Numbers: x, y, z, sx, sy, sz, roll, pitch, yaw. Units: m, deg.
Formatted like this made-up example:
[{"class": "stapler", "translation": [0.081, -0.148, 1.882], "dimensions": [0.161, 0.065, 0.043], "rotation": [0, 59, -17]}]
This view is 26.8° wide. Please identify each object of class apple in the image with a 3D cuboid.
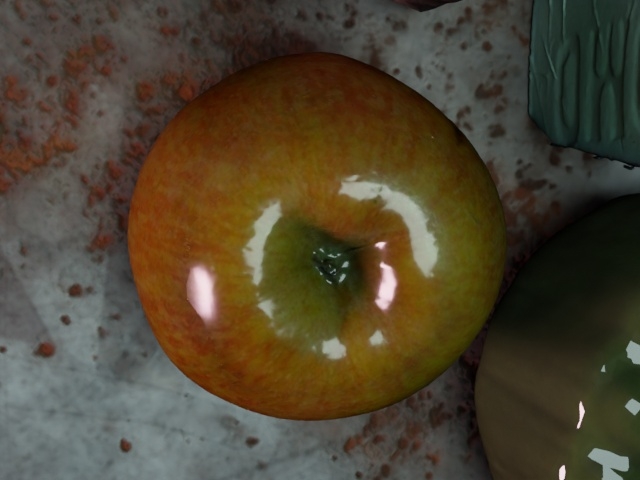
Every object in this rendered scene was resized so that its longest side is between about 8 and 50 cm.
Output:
[{"class": "apple", "translation": [0.000, 0.000, 0.927], "dimensions": [0.264, 0.264, 0.264], "rotation": [-2, 98, -16]}]

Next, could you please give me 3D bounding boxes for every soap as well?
[{"class": "soap", "translation": [0.240, -0.121, 0.984], "dimensions": [0.091, 0.230, 0.145], "rotation": [-3, 98, -16]}]

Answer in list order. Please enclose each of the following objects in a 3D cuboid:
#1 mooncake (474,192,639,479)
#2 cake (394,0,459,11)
[{"class": "mooncake", "translation": [0.298, 0.127, 1.037], "dimensions": [0.351, 0.187, 0.351], "rotation": [-5, 104, -21]}, {"class": "cake", "translation": [0.054, -0.295, 0.875], "dimensions": [0.237, 0.309, 0.230], "rotation": [18, 90, -14]}]
